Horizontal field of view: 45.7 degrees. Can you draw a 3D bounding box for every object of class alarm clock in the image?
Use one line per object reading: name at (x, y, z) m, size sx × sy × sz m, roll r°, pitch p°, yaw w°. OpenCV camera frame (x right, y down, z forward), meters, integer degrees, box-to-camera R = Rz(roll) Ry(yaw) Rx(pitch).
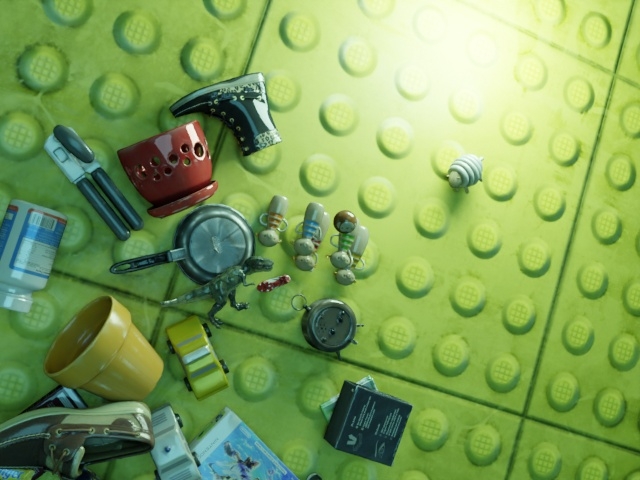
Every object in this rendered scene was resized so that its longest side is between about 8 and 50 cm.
alarm clock at (0.008, 0.194, 1.834) m, size 0.192 × 0.064 × 0.129 m, roll 37°, pitch 78°, yaw -10°

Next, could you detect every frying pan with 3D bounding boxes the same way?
frying pan at (-0.303, 0.002, 1.746) m, size 0.326 × 0.053 × 0.197 m, roll 10°, pitch 85°, yaw -21°

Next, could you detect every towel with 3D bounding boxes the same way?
towel at (0.085, 0.418, 1.869) m, size 0.152 × 0.023 × 0.113 m, roll -28°, pitch 96°, yaw -17°

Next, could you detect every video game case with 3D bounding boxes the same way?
video game case at (-0.209, 0.565, 1.747) m, size 0.244 × 0.061 × 0.269 m, roll -45°, pitch 102°, yaw -14°

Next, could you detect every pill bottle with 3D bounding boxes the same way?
pill bottle at (-0.625, 0.034, 1.596) m, size 0.124 × 0.124 × 0.221 m, roll 19°, pitch 83°, yaw -17°

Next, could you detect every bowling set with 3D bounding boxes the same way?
bowling set at (0.000, 0.000, 1.771) m, size 0.287 × 0.200 × 0.154 m, roll 19°, pitch 83°, yaw -13°

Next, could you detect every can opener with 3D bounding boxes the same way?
can opener at (-0.494, -0.126, 1.659) m, size 0.076 × 0.095 × 0.283 m, roll -39°, pitch 100°, yaw -15°

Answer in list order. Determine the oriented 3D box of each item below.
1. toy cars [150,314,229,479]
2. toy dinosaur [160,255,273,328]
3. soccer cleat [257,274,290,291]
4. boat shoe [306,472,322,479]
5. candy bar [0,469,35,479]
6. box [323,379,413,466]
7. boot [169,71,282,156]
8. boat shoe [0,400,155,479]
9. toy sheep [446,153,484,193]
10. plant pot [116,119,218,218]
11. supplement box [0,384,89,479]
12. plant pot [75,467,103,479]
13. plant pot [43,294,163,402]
toy cars at (-0.304, 0.356, 1.675) m, size 0.176 × 0.087 × 0.393 m, roll 16°, pitch 75°, yaw -2°
toy dinosaur at (-0.225, 0.127, 1.738) m, size 0.268 × 0.064 × 0.118 m, roll -26°, pitch 116°, yaw -15°
soccer cleat at (-0.111, 0.103, 1.814) m, size 0.083 × 0.035 × 0.029 m, roll -21°, pitch 88°, yaw 6°
boat shoe at (-0.030, 0.629, 1.814) m, size 0.049 × 0.040 × 0.142 m, roll 19°, pitch 82°, yaw -17°
candy bar at (-0.669, 0.465, 1.546) m, size 0.161 × 0.018 × 0.040 m, roll 23°, pitch 81°, yaw -16°
box at (0.114, 0.436, 1.820) m, size 0.158 × 0.093 × 0.156 m, roll 22°, pitch 84°, yaw -17°
boot at (-0.213, -0.277, 1.764) m, size 0.236 × 0.085 × 0.178 m, roll -22°, pitch 97°, yaw -18°
boat shoe at (-0.504, 0.416, 1.527) m, size 0.342 × 0.123 × 0.123 m, roll -3°, pitch 127°, yaw -23°
toy sheep at (0.377, -0.178, 1.957) m, size 0.132 × 0.091 × 0.091 m, roll -40°, pitch 101°, yaw -29°
plant pot at (-0.325, -0.155, 1.670) m, size 0.191 × 0.191 × 0.174 m, roll -28°, pitch 103°, yaw -17°
supplement box at (-0.603, 0.423, 1.616) m, size 0.239 × 0.073 × 0.130 m, roll -36°, pitch 99°, yaw -17°
plant pot at (-0.485, 0.617, 1.572) m, size 0.236 × 0.236 × 0.212 m, roll 42°, pitch 69°, yaw -12°
plant pot at (-0.447, 0.253, 1.620) m, size 0.188 × 0.205 × 0.205 m, roll 46°, pitch 75°, yaw -27°
